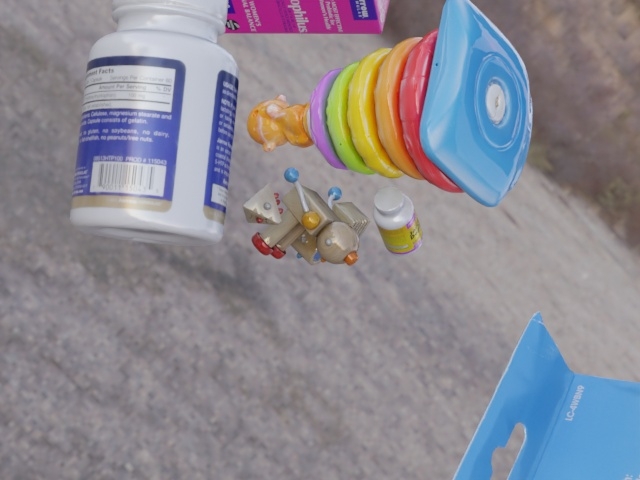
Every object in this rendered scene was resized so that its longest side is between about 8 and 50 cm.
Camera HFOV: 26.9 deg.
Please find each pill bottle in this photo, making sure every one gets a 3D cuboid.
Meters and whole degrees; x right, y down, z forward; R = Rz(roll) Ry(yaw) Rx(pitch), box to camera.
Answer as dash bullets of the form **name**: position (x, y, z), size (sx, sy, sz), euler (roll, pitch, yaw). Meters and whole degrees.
- **pill bottle**: position (0.079, -0.021, 1.400), size (0.043, 0.043, 0.083), euler (57, -4, 35)
- **pill bottle**: position (-0.117, -0.095, 0.975), size (0.112, 0.112, 0.186), euler (19, 75, -64)

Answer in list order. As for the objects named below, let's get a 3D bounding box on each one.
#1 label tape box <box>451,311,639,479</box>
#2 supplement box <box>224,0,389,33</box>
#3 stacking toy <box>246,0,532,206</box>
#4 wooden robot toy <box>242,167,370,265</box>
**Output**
- **label tape box**: position (0.244, 0.250, 0.983), size (0.347, 0.115, 0.249), euler (52, 48, -23)
- **supplement box**: position (-0.028, -0.331, 1.652), size (0.111, 0.220, 0.114), euler (72, 24, -51)
- **stacking toy**: position (0.048, -0.125, 1.360), size (0.166, 0.302, 0.175), euler (35, 60, -48)
- **wooden robot toy**: position (0.000, 0.000, 1.117), size (0.079, 0.076, 0.173), euler (44, 10, 23)
